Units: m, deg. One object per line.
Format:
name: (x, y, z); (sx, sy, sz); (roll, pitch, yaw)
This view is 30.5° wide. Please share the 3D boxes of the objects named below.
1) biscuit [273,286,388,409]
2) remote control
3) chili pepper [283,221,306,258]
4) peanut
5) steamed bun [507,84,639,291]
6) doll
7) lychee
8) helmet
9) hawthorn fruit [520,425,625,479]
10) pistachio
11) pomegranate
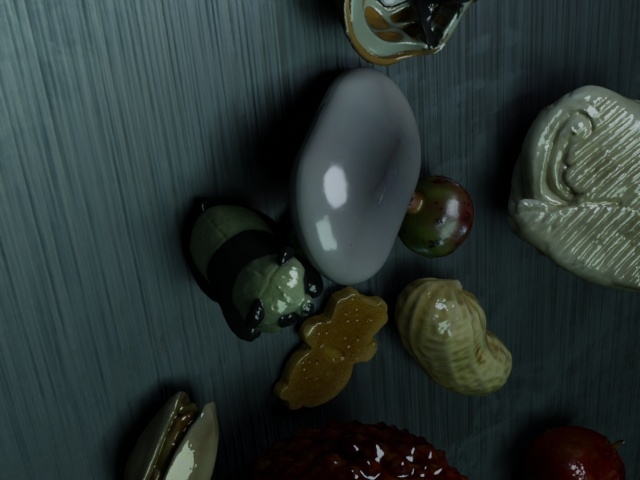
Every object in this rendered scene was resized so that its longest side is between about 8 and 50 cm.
biscuit: (0.015, 0.177, 1.882); (0.166, 0.036, 0.225); (19, 106, -43)
remote control: (0.052, -0.092, 1.624); (0.221, 0.103, 0.332); (52, 45, -35)
chili pepper: (0.000, 0.000, 1.745); (0.279, 0.065, 0.122); (-49, 148, 0)
peanut: (0.227, 0.168, 1.975); (0.325, 0.140, 0.153); (42, 70, -46)
steamed bun: (0.463, -0.091, 1.950); (0.324, 0.219, 0.309); (15, 100, -8)
doll: (-0.093, 0.043, 1.584); (0.143, 0.234, 0.135); (-39, 139, -2)
lychee: (0.023, 0.501, 1.832); (0.500, 0.424, 0.424); (-38, 140, 25)
helmet: (0.105, -0.351, 1.568); (0.224, 0.130, 0.198); (-41, 130, 2)
hawthorn fruit: (0.514, 0.467, 2.343); (0.266, 0.210, 0.230); (-38, 121, -33)
pistachio: (-0.219, 0.332, 1.734); (0.152, 0.126, 0.223); (-23, 132, -71)
pomegranate: (0.167, -0.051, 1.806); (0.129, 0.129, 0.159); (-40, 122, -12)
